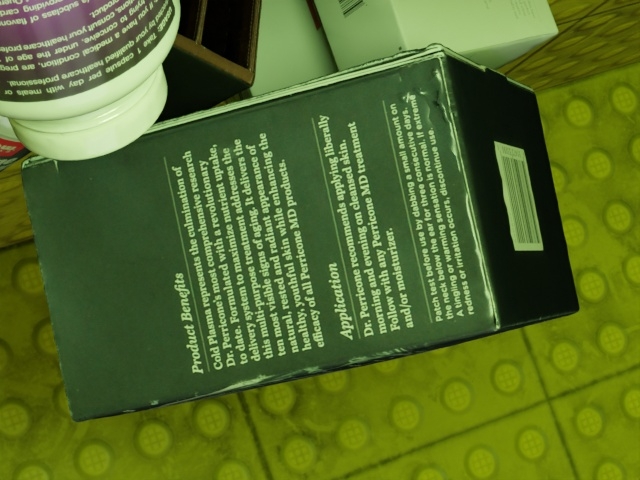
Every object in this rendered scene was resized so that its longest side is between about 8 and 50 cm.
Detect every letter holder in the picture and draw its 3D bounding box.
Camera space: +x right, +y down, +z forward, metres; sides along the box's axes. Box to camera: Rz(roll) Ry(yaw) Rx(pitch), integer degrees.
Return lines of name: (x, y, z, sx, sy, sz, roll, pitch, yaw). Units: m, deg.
letter holder: (-0.213, -0.240, 1.885, 0.152, 0.214, 0.302, 25, 148, -34)

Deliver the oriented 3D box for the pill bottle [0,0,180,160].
pill bottle: (-0.204, -0.211, 1.185, 0.181, 0.181, 0.323, -19, 137, -6)

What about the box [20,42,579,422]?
box: (0.000, 0.000, 1.896, 0.471, 0.297, 0.480, -12, 176, 18)

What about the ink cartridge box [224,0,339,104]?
ink cartridge box: (-0.064, -0.224, 2.144, 0.114, 0.197, 0.273, -19, 174, -9)

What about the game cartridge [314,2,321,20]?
game cartridge: (0.144, -0.372, 2.170, 0.355, 0.068, 0.230, -19, 170, -9)

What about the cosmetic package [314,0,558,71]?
cosmetic package: (0.116, -0.298, 1.924, 0.224, 0.224, 0.138, -15, 173, -34)

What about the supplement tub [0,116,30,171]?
supplement tub: (-0.349, -0.169, 1.731, 0.191, 0.191, 0.272, -14, 172, -45)
